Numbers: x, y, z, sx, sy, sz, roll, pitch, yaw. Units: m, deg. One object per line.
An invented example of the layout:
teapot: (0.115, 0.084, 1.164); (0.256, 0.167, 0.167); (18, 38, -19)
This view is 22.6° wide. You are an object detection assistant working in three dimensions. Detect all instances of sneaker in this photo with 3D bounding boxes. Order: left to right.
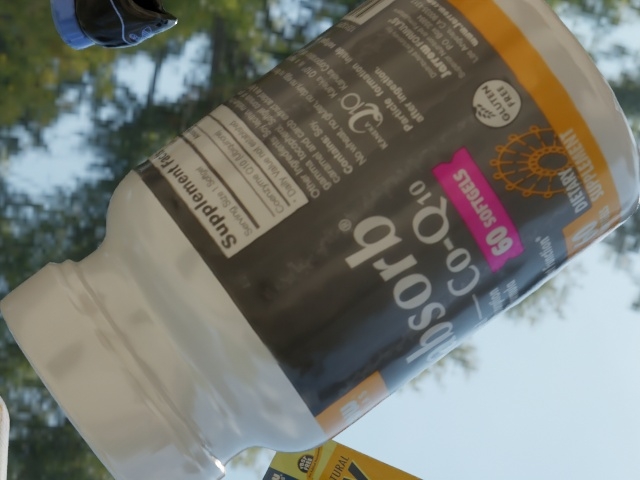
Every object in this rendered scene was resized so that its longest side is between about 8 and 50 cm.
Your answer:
sneaker: (-0.157, -0.261, 1.201); (0.090, 0.232, 0.081); (-4, -174, 26)

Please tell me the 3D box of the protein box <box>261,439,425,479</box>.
protein box: (0.043, 0.285, 1.372); (0.201, 0.200, 0.136); (22, -114, 15)

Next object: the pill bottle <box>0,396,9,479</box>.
pill bottle: (-0.335, 0.191, 1.411); (0.117, 0.117, 0.208); (3, -136, -11)

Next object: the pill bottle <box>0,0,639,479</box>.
pill bottle: (0.000, 0.000, 0.760); (0.278, 0.162, 0.162); (-37, -131, -5)
